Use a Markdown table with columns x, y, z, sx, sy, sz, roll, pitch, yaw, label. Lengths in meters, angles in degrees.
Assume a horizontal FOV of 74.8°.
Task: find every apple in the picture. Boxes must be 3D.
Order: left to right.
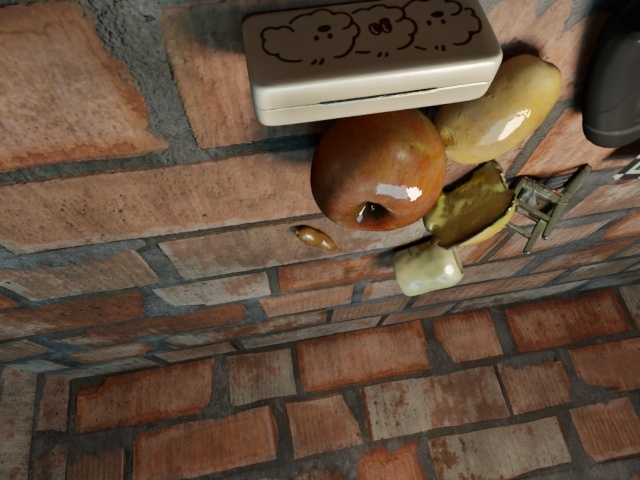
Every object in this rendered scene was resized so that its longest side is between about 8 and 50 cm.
| x | y | z | sx | sy | sz | roll | pitch | yaw | label |
| --- | --- | --- | --- | --- | --- | --- | --- | --- | --- |
| 0.103 | -0.140 | 0.781 | 0.253 | 0.253 | 0.253 | -9 | 156 | -4 | apple |

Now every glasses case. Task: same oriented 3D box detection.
| x | y | z | sx | sy | sz | roll | pitch | yaw | label |
| --- | --- | --- | --- | --- | --- | --- | --- | --- | --- |
| 0.066 | -0.255 | 0.584 | 0.336 | 0.144 | 0.076 | -10 | 157 | -5 | glasses case |

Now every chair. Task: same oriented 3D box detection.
| x | y | z | sx | sy | sz | roll | pitch | yaw | label |
| --- | --- | --- | --- | --- | --- | --- | --- | --- | --- |
| 0.604 | -0.116 | 1.173 | 0.270 | 0.147 | 0.136 | -52 | 165 | -15 | chair |

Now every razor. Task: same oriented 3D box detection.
| x | y | z | sx | sy | sz | roll | pitch | yaw | label |
| --- | --- | --- | --- | --- | --- | --- | --- | --- | --- |
| 0.579 | -0.303 | 0.731 | 0.204 | 0.113 | 0.349 | -21 | 152 | 18 | razor |

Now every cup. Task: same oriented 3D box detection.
| x | y | z | sx | sy | sz | roll | pitch | yaw | label |
| --- | --- | --- | --- | --- | --- | --- | --- | --- | --- |
| 0.391 | 0.101 | 1.476 | 0.202 | 0.173 | 0.255 | -20 | 154 | 24 | cup |

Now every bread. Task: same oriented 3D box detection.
| x | y | z | sx | sy | sz | roll | pitch | yaw | label |
| --- | --- | --- | --- | --- | --- | --- | --- | --- | --- |
| 0.402 | -0.078 | 1.101 | 0.133 | 0.174 | 0.251 | 9 | 145 | -43 | bread |

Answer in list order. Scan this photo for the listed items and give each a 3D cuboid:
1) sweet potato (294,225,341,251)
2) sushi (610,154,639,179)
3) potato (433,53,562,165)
| x | y | z | sx | sy | sz | roll | pitch | yaw | label |
| --- | --- | --- | --- | --- | --- | --- | --- | --- | --- |
| 0.000 | 0.000 | 1.224 | 0.195 | 0.056 | 0.056 | 23 | 140 | -38 | sweet potato |
| 0.957 | -0.281 | 1.009 | 0.359 | 0.064 | 0.343 | -4 | 151 | -12 | sushi |
| 0.322 | -0.231 | 0.769 | 0.234 | 0.146 | 0.150 | -29 | -177 | 35 | potato |
